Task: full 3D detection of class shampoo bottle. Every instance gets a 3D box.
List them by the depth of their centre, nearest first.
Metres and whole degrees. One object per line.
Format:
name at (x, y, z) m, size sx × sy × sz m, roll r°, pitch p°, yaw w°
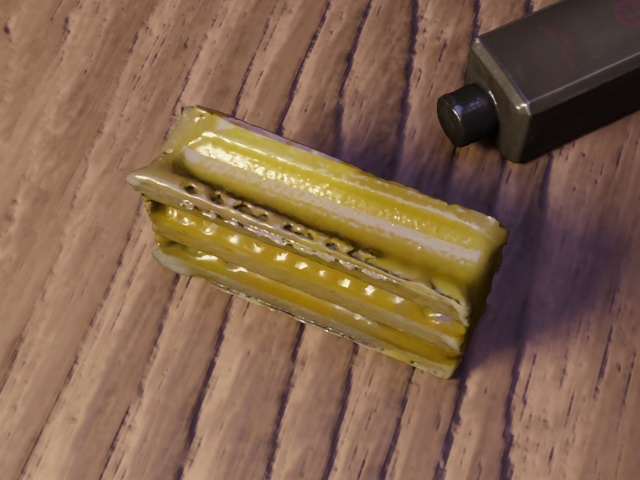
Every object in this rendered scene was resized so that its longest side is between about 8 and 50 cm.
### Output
shampoo bottle at (0.202, -0.136, 0.824) m, size 0.246 × 0.079 × 0.080 m, roll -25°, pitch 65°, yaw -11°

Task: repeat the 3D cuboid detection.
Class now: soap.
soap at (-0.001, 0.001, 0.725) m, size 0.233 × 0.135 × 0.076 m, roll 20°, pitch 65°, yaw 11°
